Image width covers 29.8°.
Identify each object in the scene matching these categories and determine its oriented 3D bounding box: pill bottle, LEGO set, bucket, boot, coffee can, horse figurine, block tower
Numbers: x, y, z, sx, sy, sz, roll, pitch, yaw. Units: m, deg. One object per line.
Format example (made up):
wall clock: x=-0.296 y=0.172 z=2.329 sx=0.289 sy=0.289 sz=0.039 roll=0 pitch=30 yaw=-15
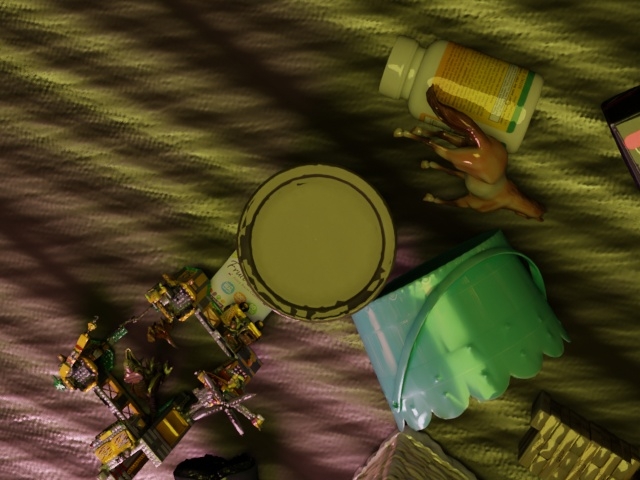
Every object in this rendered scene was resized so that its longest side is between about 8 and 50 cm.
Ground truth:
pill bottle: x=0.192 y=-0.207 z=1.658 sx=0.208 sy=0.117 sz=0.117 roll=21 pitch=104 yaw=5
LEGO set: x=-0.252 y=0.210 z=1.762 sx=0.331 sy=0.192 sz=0.255 roll=-28 pitch=98 yaw=23
bucket: x=0.185 y=0.117 z=1.653 sx=0.281 sy=0.281 sz=0.183 roll=-29 pitch=91 yaw=14
boot: x=-0.200 y=0.440 z=1.869 sx=0.247 sy=0.094 sz=0.207 roll=-11 pitch=103 yaw=5
coffee can: x=0.000 y=0.000 z=1.634 sx=0.202 sy=0.275 sz=0.201 roll=0 pitch=91 yaw=2
horse figurine: x=0.202 y=-0.101 z=1.639 sx=0.174 sy=0.263 sz=0.066 roll=16 pitch=65 yaw=27
block tower: x=0.439 y=0.352 z=1.740 sx=0.335 sy=0.091 sz=0.097 roll=32 pitch=104 yaw=3

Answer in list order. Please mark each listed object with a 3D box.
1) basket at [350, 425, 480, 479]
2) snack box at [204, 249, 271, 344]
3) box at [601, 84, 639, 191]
basket: x=0.133 y=0.512 z=1.740 sx=0.331 sy=0.266 sz=0.328 roll=38 pitch=106 yaw=3
snack box: x=-0.114 y=0.075 z=1.811 sx=0.100 sy=0.037 sz=0.141 roll=41 pitch=105 yaw=-1
box: x=0.466 y=-0.137 z=1.543 sx=0.165 sy=0.270 sz=0.143 roll=-25 pitch=96 yaw=14
